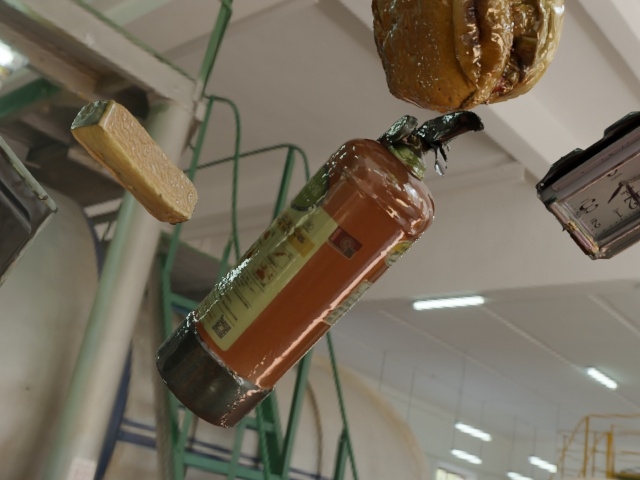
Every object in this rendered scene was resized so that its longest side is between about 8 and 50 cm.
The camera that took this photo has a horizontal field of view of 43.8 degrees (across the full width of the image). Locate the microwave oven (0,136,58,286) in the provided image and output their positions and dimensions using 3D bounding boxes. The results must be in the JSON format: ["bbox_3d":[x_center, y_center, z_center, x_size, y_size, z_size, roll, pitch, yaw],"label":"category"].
[{"bbox_3d":[-0.405,-0.065,0.669,0.237,0.181,0.295,24,-22,17],"label":"microwave oven"}]

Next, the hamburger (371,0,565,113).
[{"bbox_3d":[0.190,-0.286,1.067,0.162,0.245,0.244,-20,-5,-29],"label":"hamburger"}]

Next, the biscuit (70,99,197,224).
[{"bbox_3d":[-0.209,-0.084,0.909,0.056,0.052,0.188,1,-33,27],"label":"biscuit"}]

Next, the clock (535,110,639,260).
[{"bbox_3d":[0.509,-0.094,1.329,0.253,0.083,0.186,-35,-61,24],"label":"clock"}]

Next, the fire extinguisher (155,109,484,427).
[{"bbox_3d":[-0.007,-0.004,0.782,0.376,0.200,0.113,-46,-55,11],"label":"fire extinguisher"}]
